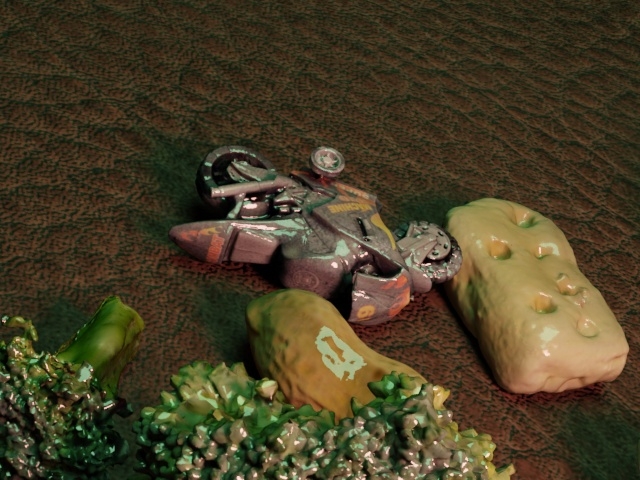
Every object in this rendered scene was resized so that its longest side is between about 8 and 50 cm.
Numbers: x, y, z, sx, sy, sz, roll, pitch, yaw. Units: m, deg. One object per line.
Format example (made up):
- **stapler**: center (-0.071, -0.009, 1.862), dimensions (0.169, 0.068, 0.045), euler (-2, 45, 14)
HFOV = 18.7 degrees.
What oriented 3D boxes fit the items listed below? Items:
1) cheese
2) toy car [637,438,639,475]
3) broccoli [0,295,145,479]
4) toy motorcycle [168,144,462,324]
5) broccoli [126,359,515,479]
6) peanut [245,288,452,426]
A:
- **cheese**: center (0.228, 0.056, 2.142), dimensions (0.159, 0.093, 0.263), euler (1, 41, -31)
- **toy car**: center (0.382, 0.308, 1.885), dimensions (0.136, 0.125, 0.305), euler (9, 60, -28)
- **broccoli**: center (-0.219, 0.133, 1.764), dimensions (0.146, 0.165, 0.304), euler (18, 24, 3)
- **toy motorcycle**: center (0.000, 0.000, 2.066), dimensions (0.307, 0.108, 0.173), euler (20, 46, -2)
- **broccoli**: center (0.003, 0.243, 1.621), dimensions (0.338, 0.277, 0.317), euler (-11, 13, -32)
- **peanut**: center (0.032, 0.141, 1.903), dimensions (0.274, 0.111, 0.125), euler (43, 35, 24)
